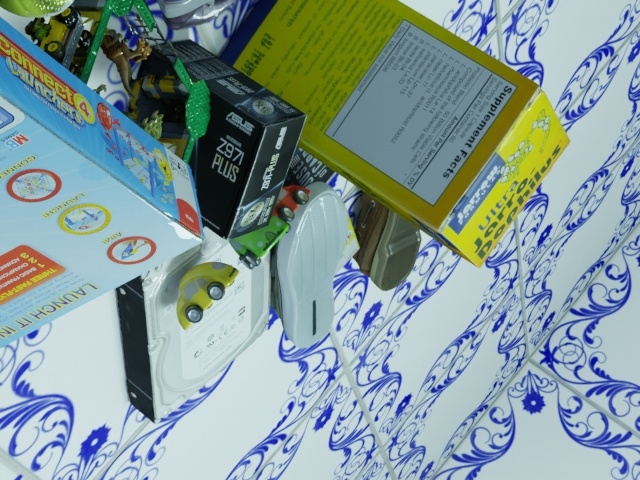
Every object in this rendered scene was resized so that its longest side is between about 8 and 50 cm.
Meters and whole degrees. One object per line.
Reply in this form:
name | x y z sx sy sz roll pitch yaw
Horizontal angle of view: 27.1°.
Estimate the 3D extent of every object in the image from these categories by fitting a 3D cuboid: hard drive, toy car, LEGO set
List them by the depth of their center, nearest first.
LEGO set | -0.256 -0.127 1.267 0.331 0.192 0.255 50 48 -66
toy car | -0.088 -0.001 1.586 0.239 0.053 0.225 -49 -176 -15
hard drive | -0.162 0.072 1.776 0.237 0.064 0.339 -40 151 -31

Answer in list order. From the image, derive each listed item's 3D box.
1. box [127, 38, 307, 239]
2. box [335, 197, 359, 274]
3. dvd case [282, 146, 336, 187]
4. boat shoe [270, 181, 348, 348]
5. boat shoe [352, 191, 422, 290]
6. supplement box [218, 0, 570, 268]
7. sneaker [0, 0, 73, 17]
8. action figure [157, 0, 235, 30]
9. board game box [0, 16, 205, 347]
box | -0.123 -0.112 1.456 0.077 0.180 0.147 -21 140 -51
box | 0.000 0.000 2.005 0.105 0.043 0.179 -47 157 -14
dvd case | 0.005 -0.150 1.832 0.239 0.029 0.179 -51 155 -9
boat shoe | -0.034 0.029 1.865 0.109 0.094 0.302 -28 143 -31
boat shoe | 0.110 -0.063 2.056 0.110 0.104 0.307 -18 139 -41
supplement box | 0.082 -0.156 1.562 0.194 0.356 0.195 -54 156 1
sneaker | -0.316 -0.240 1.064 0.240 0.126 0.091 11 116 -31
action figure | -0.141 -0.297 1.222 0.099 0.185 0.285 -21 170 3
board game box | -0.306 -0.028 1.080 0.308 0.086 0.302 -27 145 18
